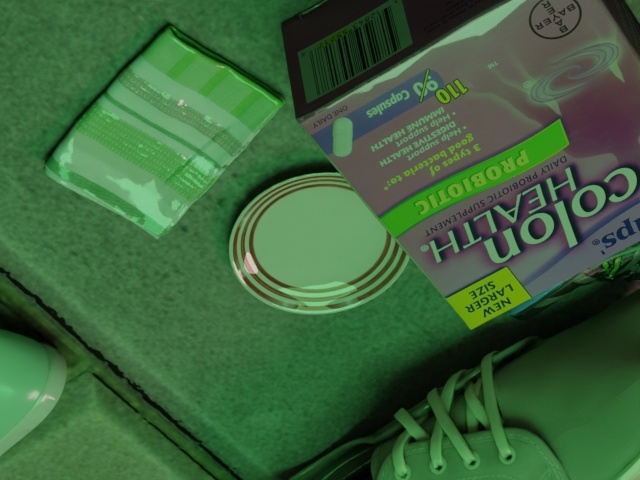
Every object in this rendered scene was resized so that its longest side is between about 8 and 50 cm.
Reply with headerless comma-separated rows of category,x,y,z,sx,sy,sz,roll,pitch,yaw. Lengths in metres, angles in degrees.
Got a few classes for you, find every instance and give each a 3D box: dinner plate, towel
dinner plate,0.000,0.000,1.513,0.141,0.017,0.141,-5,130,-5
towel,-0.113,-0.074,1.430,0.113,0.023,0.152,29,121,-29

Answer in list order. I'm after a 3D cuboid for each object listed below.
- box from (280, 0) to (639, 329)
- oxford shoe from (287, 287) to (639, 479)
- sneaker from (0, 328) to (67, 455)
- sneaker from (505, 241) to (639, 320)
box,0.128,-0.091,1.388,0.213,0.117,0.243,-29,129,16
oxford shoe,0.130,0.166,1.582,0.449,0.169,0.130,-36,124,27
sneaker,-0.333,0.148,1.540,0.151,0.094,0.256,31,110,-36
sneaker,0.223,0.013,1.522,0.188,0.067,0.078,-31,121,14
